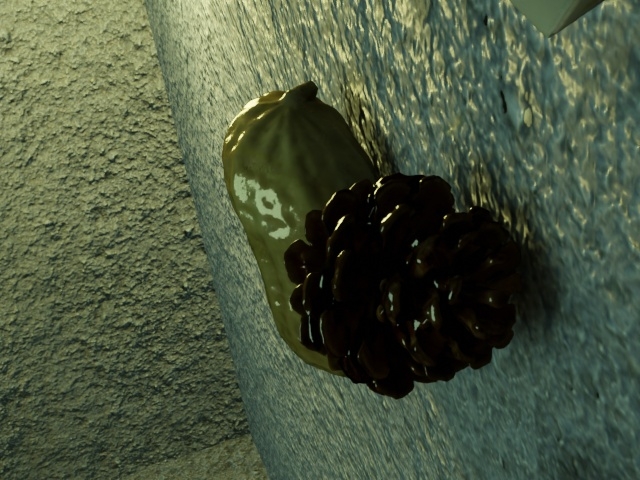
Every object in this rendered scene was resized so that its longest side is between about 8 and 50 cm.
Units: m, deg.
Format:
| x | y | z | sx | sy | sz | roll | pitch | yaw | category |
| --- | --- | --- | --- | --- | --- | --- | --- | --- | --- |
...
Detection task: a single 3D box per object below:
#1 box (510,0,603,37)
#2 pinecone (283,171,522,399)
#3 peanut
| x | y | z | sx | sy | sz | roll | pitch | yaw | category |
| --- | --- | --- | --- | --- | --- | --- | --- | --- | --- |
| 0.086 | -0.198 | 0.310 | 0.155 | 0.067 | 0.243 | 51 | 163 | 11 | box |
| 0.063 | 0.032 | 0.643 | 0.173 | 0.174 | 0.173 | 163 | 90 | -78 | pinecone |
| 0.000 | -0.001 | 0.886 | 0.159 | 0.143 | 0.291 | -113 | 7 | -75 | peanut |
